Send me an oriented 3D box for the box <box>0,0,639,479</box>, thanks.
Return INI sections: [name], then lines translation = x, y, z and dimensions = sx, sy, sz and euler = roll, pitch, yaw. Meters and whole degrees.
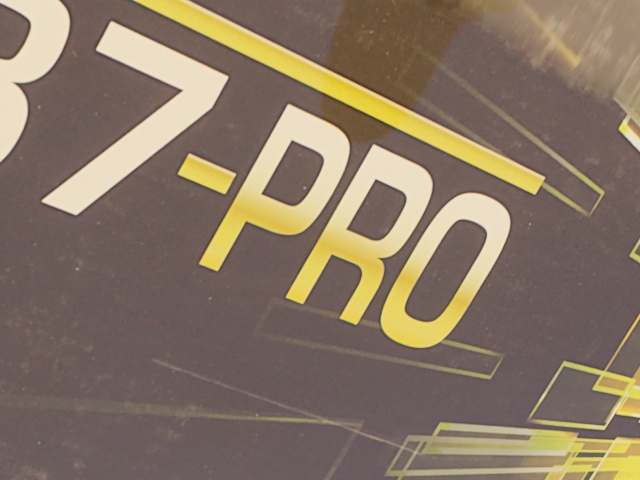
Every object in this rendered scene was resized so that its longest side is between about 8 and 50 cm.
[box]
translation = 0.000, 0.000, 0.428
dimensions = 0.395, 0.097, 0.318
euler = 24, 101, -34
